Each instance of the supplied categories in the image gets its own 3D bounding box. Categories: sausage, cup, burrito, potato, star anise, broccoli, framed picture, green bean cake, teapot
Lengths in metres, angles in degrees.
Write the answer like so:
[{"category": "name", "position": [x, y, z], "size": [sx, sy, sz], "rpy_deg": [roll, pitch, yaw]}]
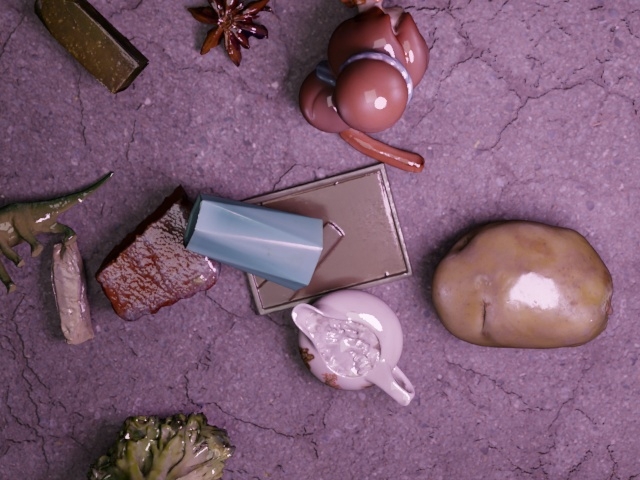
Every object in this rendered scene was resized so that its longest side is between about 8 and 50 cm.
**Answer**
[{"category": "sausage", "position": [0.116, -0.174, 1.695], "size": [0.177, 0.040, 0.047], "rpy_deg": [23, 83, -3]}, {"category": "cup", "position": [-0.129, -0.001, 1.651], "size": [0.236, 0.134, 0.148], "rpy_deg": [15, 100, -15]}, {"category": "burrito", "position": [-0.492, 0.098, 1.769], "size": [0.063, 0.058, 0.229], "rpy_deg": [-5, 104, 5]}, {"category": "potato", "position": [0.372, 0.082, 1.655], "size": [0.327, 0.221, 0.243], "rpy_deg": [-3, 92, 13]}, {"category": "star anise", "position": [-0.169, -0.405, 1.643], "size": [0.168, 0.057, 0.167], "rpy_deg": [0, 102, 1]}, {"category": "broccoli", "position": [-0.319, 0.475, 1.754], "size": [0.248, 0.245, 0.288], "rpy_deg": [35, 107, -15]}, {"category": "framed picture", "position": [0.000, 0.000, 1.750], "size": [0.324, 0.020, 0.240], "rpy_deg": [-16, 102, 6]}, {"category": "green bean cake", "position": [-0.321, 0.033, 1.728], "size": [0.233, 0.097, 0.198], "rpy_deg": [-27, 102, 7]}, {"category": "teapot", "position": [0.068, 0.203, 1.732], "size": [0.298, 0.139, 0.204], "rpy_deg": [35, 101, -8]}]

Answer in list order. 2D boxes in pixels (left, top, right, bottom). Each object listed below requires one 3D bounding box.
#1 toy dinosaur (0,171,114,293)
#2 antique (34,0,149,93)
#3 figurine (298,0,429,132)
[{"category": "toy dinosaur", "position": [-0.638, -0.053, 1.728], "size": [0.447, 0.087, 0.301], "rpy_deg": [-41, 69, -17]}, {"category": "antique", "position": [-0.429, -0.377, 1.646], "size": [0.221, 0.080, 0.081], "rpy_deg": [43, 102, -8]}, {"category": "figurine", "position": [0.067, -0.393, 1.551], "size": [0.248, 0.277, 0.387], "rpy_deg": [-22, 105, -18]}]
